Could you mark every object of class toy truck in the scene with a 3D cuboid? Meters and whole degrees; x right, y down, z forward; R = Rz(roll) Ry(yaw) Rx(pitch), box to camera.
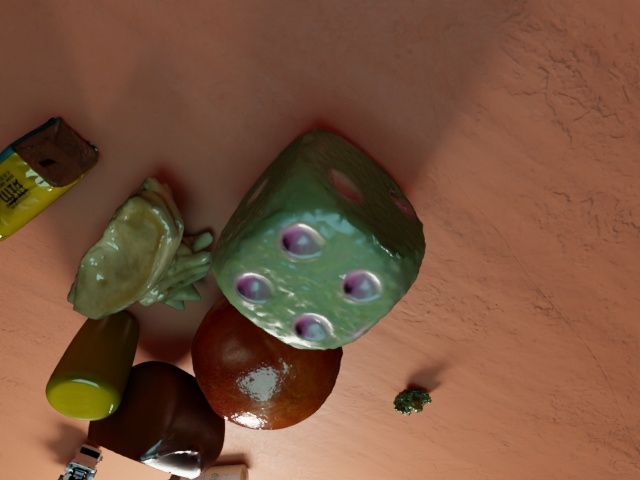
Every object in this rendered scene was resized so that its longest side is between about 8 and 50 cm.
[{"bbox_3d":[-0.846,0.815,1.736,0.114,0.124,0.253,28,120,-13],"label":"toy truck"}]

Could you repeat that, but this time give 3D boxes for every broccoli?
[{"bbox_3d":[0.267,0.468,1.427,0.097,0.092,0.095,37,94,-30],"label":"broccoli"}]

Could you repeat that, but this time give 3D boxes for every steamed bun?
[{"bbox_3d":[-0.424,0.463,1.326,0.379,0.248,0.235,-7,143,41],"label":"steamed bun"},{"bbox_3d":[-0.400,0.058,1.185,0.247,0.189,0.428,47,118,10],"label":"steamed bun"}]

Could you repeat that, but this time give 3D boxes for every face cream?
[{"bbox_3d":[-0.409,0.839,1.732,0.311,0.092,0.092,-9,122,12],"label":"face cream"}]

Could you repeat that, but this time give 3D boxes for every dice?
[{"bbox_3d":[0.000,0.000,1.004,0.330,0.318,0.322,36,120,-17],"label":"dice"}]

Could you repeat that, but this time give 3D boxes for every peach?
[{"bbox_3d":[-0.122,0.276,1.216,0.372,0.373,0.290,-4,154,8],"label":"peach"}]

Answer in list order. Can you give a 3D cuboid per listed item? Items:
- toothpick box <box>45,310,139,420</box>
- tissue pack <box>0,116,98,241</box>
[{"bbox_3d":[-0.573,0.307,1.291,0.174,0.271,0.175,-1,125,-1],"label":"toothpick box"},{"bbox_3d":[-0.635,-0.120,1.059,0.270,0.192,0.134,-29,115,23],"label":"tissue pack"}]
